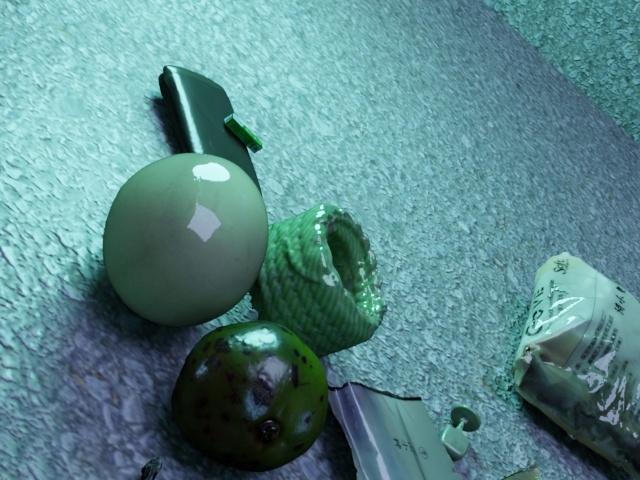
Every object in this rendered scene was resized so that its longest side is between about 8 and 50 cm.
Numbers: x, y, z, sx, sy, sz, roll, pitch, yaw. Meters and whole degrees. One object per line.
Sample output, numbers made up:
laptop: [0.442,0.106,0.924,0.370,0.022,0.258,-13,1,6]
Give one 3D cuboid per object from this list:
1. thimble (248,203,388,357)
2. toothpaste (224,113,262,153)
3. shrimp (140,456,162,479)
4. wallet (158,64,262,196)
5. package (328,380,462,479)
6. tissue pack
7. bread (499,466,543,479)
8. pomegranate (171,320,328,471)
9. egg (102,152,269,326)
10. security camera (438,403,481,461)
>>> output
thimble: [-0.005,0.064,1.383,0.219,0.150,0.219,48,30,-39]
toothpaste: [-0.133,-0.186,1.621,0.083,0.020,0.017,45,25,-35]
shrimp: [-0.148,0.329,1.091,0.174,0.076,0.082,38,-7,-3]
wallet: [-0.187,-0.178,1.587,0.168,0.052,0.245,14,49,-52]
package: [0.107,0.311,1.376,0.251,0.062,0.204,17,42,-46]
tissue pack: [0.546,0.239,1.807,0.390,0.195,0.375,39,40,-9]
bread: [0.339,0.398,1.530,0.109,0.062,0.043,2,53,-42]
pomegranate: [-0.092,0.187,1.200,0.202,0.202,0.248,30,6,-23]
egg: [-0.179,-0.005,1.255,0.219,0.219,0.269,33,30,-18]
security camera: [0.218,0.315,1.508,0.058,0.058,0.092,46,46,1]
